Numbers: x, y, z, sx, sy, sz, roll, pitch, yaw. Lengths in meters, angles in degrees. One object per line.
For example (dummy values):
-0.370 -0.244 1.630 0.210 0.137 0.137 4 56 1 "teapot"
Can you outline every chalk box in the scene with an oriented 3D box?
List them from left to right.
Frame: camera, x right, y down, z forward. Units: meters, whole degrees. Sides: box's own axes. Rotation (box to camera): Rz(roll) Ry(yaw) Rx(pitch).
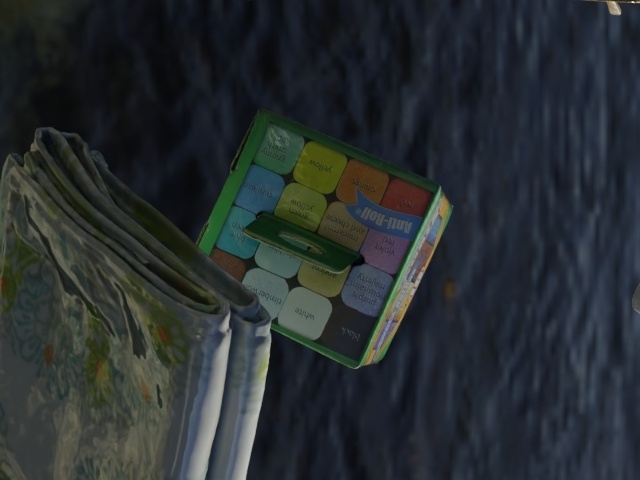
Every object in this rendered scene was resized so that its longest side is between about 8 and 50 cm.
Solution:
0.000 0.000 1.466 0.289 0.180 0.179 32 82 -83 "chalk box"

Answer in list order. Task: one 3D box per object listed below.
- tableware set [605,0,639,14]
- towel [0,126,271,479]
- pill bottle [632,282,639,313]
0.301 -0.223 1.508 0.128 0.194 0.039 -3 101 -30 "tableware set"
-0.180 0.134 1.335 0.090 0.320 0.374 -11 125 -35 "towel"
0.232 0.051 0.993 0.043 0.083 0.043 -30 139 -31 "pill bottle"
